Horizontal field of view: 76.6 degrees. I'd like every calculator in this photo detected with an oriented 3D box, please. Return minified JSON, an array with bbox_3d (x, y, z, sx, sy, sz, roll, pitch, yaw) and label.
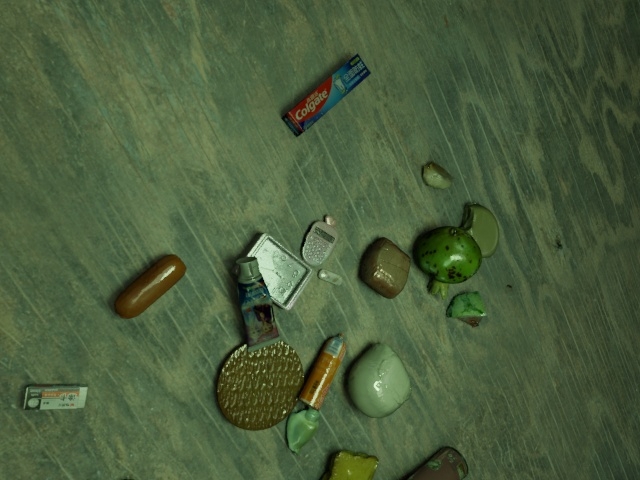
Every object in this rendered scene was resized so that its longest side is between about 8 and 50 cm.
[{"bbox_3d":[0.000,0.000,1.246,0.103,0.024,0.166,32,78,-21],"label":"calculator"}]

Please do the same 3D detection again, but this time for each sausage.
[{"bbox_3d":[-0.427,0.115,1.017,0.197,0.076,0.076,-44,106,-18],"label":"sausage"},{"bbox_3d":[0.016,0.381,1.207,0.071,0.071,0.234,39,64,-19],"label":"sausage"}]

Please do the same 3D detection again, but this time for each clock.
[{"bbox_3d":[-0.133,0.087,1.160,0.197,0.063,0.150,40,74,-19],"label":"clock"}]

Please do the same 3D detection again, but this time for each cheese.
[{"bbox_3d":[0.174,0.439,1.245,0.189,0.154,0.198,-34,99,-40],"label":"cheese"},{"bbox_3d":[0.569,-0.036,1.476,0.175,0.091,0.202,2,87,-24],"label":"cheese"}]

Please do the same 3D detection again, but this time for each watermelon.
[{"bbox_3d":[0.554,0.247,1.457,0.158,0.121,0.098,27,56,-26],"label":"watermelon"}]

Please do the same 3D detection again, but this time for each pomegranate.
[{"bbox_3d":[0.422,0.070,1.359,0.211,0.211,0.263,-11,126,-25],"label":"pomegranate"}]

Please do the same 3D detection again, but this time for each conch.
[{"bbox_3d":[-0.047,0.540,1.190,0.088,0.065,0.180,30,81,-22],"label":"conch"}]

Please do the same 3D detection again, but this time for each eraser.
[{"bbox_3d":[-0.616,0.364,0.947,0.122,0.029,0.052,9,86,-24],"label":"eraser"}]

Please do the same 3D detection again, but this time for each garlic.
[{"bbox_3d":[0.424,-0.220,1.423,0.152,0.066,0.084,25,77,-20],"label":"garlic"}]

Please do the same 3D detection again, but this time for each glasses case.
[{"bbox_3d":[0.031,0.115,1.258,0.083,0.021,0.032,24,81,-23],"label":"glasses case"}]

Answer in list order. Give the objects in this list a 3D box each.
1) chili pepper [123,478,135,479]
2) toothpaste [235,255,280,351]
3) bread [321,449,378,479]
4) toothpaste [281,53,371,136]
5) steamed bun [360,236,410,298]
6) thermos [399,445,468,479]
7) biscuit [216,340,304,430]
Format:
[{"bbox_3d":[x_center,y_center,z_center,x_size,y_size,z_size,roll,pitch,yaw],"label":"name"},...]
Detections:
[{"bbox_3d":[-0.458,0.713,0.946,0.174,0.165,0.261,8,84,-13],"label":"chili pepper"},{"bbox_3d":[-0.173,0.174,1.090,0.096,0.061,0.266,-15,109,-19],"label":"toothpaste"},{"bbox_3d":[0.066,0.746,1.231,0.161,0.088,0.233,26,81,-17],"label":"bread"},{"bbox_3d":[0.022,-0.446,1.242,0.320,0.066,0.076,-47,107,-19],"label":"toothpaste"},{"bbox_3d":[0.202,0.087,1.299,0.145,0.106,0.175,34,62,-15],"label":"steamed bun"},{"bbox_3d":[0.329,0.792,1.310,0.330,0.136,0.109,-14,122,-38],"label":"thermos"},{"bbox_3d":[-0.168,0.403,1.151,0.262,0.037,0.262,1,88,-25],"label":"biscuit"}]
